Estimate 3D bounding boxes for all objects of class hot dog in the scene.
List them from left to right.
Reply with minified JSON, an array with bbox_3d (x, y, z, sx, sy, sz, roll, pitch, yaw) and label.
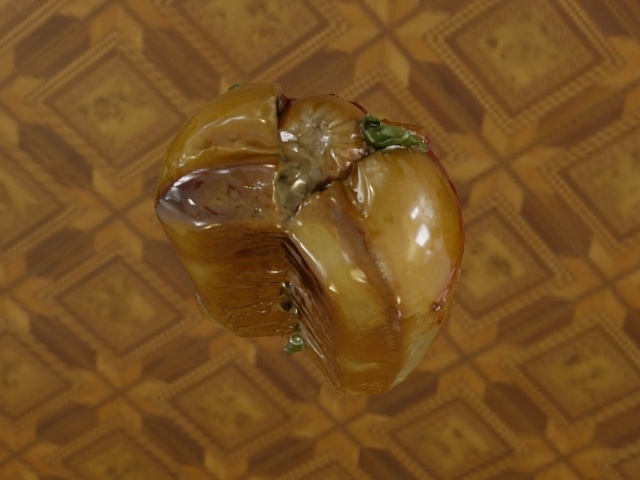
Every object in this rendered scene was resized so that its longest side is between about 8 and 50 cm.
[{"bbox_3d":[0.000,0.000,0.512,0.104,0.076,0.250,26,171,8],"label":"hot dog"}]
